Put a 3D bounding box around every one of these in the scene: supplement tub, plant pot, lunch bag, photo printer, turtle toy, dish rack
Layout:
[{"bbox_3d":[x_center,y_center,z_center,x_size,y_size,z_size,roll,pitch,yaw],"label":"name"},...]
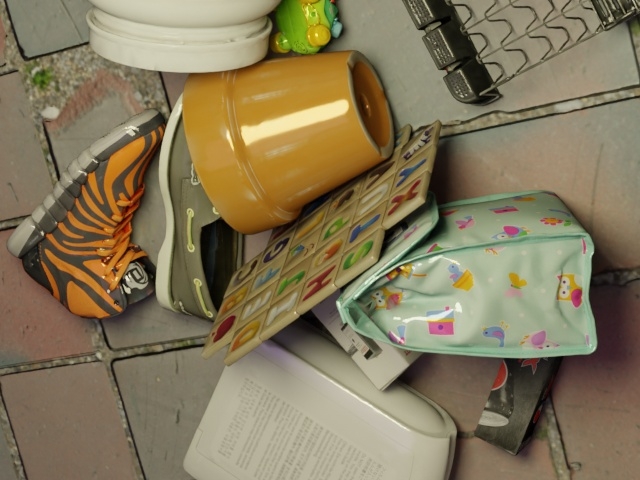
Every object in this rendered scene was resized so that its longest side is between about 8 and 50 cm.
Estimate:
[{"bbox_3d":[-0.147,-0.370,1.666,0.241,0.241,0.331,15,116,22],"label":"supplement tub"},{"bbox_3d":[-0.026,-0.129,1.749,0.188,0.205,0.205,-17,97,21],"label":"plant pot"},{"bbox_3d":[0.147,0.037,1.648,0.262,0.223,0.160,-4,103,1],"label":"lunch bag"},{"bbox_3d":[0.006,0.256,1.890,0.307,0.107,0.256,31,116,15],"label":"photo printer"},{"bbox_3d":[-0.016,-0.274,1.771,0.095,0.066,0.130,0,104,51],"label":"turtle toy"},{"bbox_3d":[0.216,-0.282,1.655,0.271,0.074,0.208,-27,93,28],"label":"dish rack"}]

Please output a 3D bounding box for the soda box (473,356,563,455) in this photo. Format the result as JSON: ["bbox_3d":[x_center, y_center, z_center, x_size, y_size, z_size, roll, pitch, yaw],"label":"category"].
[{"bbox_3d":[0.236,0.161,1.780,0.060,0.053,0.169,26,114,18],"label":"soda box"}]

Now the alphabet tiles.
[{"bbox_3d":[0.000,0.000,1.727,0.342,0.285,0.011,-36,110,30],"label":"alphabet tiles"}]

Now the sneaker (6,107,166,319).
[{"bbox_3d":[-0.252,-0.021,1.944,0.180,0.124,0.321,48,130,2],"label":"sneaker"}]

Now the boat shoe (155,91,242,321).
[{"bbox_3d":[-0.136,-0.041,1.874,0.091,0.109,0.305,20,119,27],"label":"boat shoe"}]

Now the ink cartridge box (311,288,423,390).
[{"bbox_3d":[0.063,0.098,1.821,0.135,0.099,0.056,50,118,5],"label":"ink cartridge box"}]
